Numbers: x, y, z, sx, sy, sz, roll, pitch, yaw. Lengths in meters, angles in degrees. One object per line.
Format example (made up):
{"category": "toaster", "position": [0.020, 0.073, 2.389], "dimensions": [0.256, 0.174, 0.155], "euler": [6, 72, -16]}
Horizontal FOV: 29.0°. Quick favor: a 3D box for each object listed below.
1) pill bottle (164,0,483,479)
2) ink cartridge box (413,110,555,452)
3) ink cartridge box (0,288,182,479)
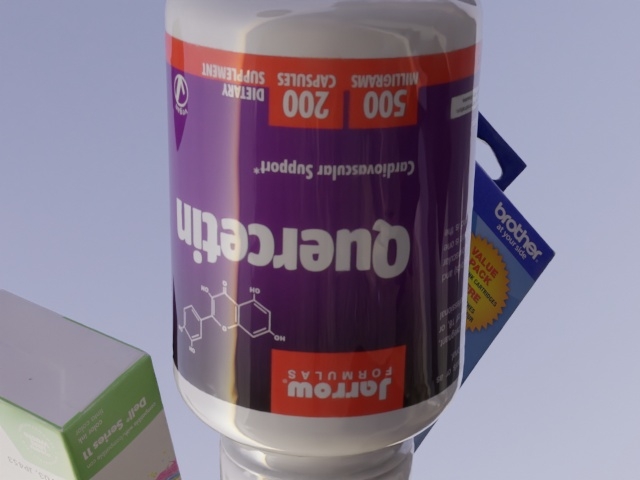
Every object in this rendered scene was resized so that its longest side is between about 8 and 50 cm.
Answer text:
{"category": "pill bottle", "position": [0.000, 0.000, 0.742], "dimensions": [0.181, 0.181, 0.323], "euler": [-12, -68, -33]}
{"category": "ink cartridge box", "position": [0.076, 0.024, 1.376], "dimensions": [0.270, 0.151, 0.395], "euler": [46, -117, -16]}
{"category": "ink cartridge box", "position": [-0.246, 0.241, 1.219], "dimensions": [0.119, 0.207, 0.353], "euler": [-44, -40, -38]}
